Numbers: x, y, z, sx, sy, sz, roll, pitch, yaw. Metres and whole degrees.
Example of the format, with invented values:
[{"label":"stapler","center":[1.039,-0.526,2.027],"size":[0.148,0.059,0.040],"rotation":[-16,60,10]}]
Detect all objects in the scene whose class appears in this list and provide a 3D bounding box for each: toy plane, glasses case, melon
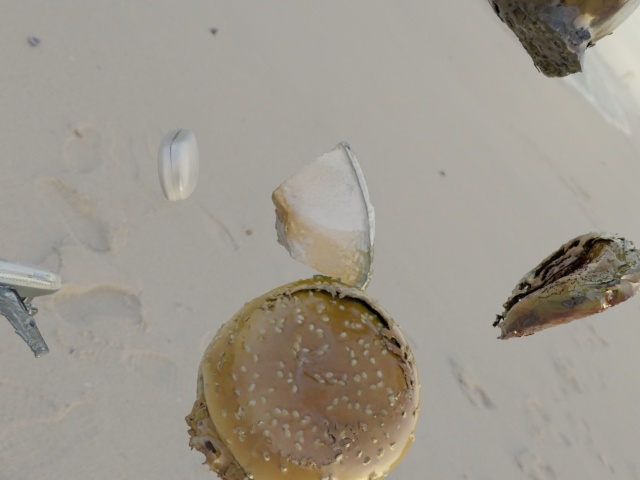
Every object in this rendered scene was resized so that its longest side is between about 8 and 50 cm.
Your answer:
[{"label":"toy plane","center":[-0.258,0.022,0.541],"size":[0.226,0.058,0.226],"rotation":[33,-10,17]},{"label":"glasses case","center":[-0.228,-0.126,1.198],"size":[0.233,0.059,0.092],"rotation":[-112,-162,-74]},{"label":"melon","center":[0.005,0.002,0.748],"size":[0.139,0.093,0.202],"rotation":[63,-18,23]}]

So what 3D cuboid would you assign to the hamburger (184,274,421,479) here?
[{"label":"hamburger","center":[-0.016,0.122,0.589],"size":[0.191,0.118,0.182],"rotation":[-17,62,-22]}]

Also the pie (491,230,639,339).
[{"label":"pie","center":[0.422,0.075,1.274],"size":[0.085,0.308,0.308],"rotation":[52,24,-1]}]

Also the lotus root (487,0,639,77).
[{"label":"lotus root","center":[0.238,-0.336,0.627],"size":[0.196,0.179,0.397],"rotation":[18,87,-62]}]
